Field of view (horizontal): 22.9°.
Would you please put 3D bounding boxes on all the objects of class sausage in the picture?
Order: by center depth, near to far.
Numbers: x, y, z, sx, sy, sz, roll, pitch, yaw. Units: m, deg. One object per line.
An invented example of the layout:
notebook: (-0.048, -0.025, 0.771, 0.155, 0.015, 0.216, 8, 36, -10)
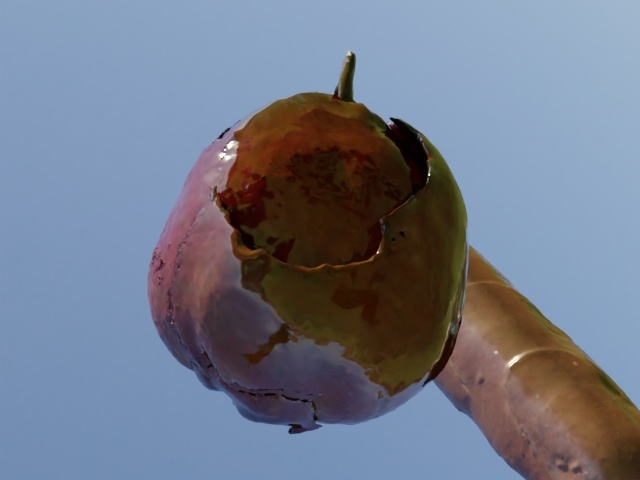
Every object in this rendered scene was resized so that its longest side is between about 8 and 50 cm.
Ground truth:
sausage: (0.076, 0.036, 1.011, 0.088, 0.088, 0.433, 25, -165, -46)

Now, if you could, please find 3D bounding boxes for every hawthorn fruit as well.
hawthorn fruit: (0.000, 0.000, 0.709, 0.148, 0.148, 0.172, 22, -97, -48)
